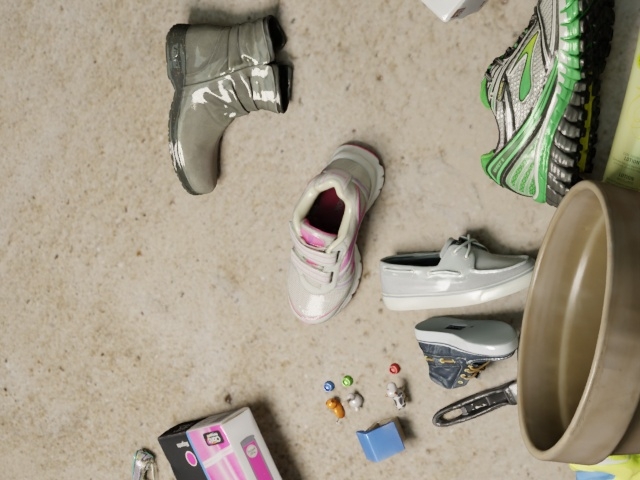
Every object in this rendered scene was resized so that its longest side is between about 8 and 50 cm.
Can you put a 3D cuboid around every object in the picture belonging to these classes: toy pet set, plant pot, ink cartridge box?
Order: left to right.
[{"bbox_3d":[-0.094,0.424,2.073,0.176,0.069,0.371,-21,96,50],"label":"ink cartridge box"},{"bbox_3d":[0.062,0.241,1.974,0.122,0.065,0.114,-20,95,29],"label":"toy pet set"},{"bbox_3d":[0.401,0.114,1.646,0.280,0.323,0.323,11,111,-7],"label":"plant pot"}]

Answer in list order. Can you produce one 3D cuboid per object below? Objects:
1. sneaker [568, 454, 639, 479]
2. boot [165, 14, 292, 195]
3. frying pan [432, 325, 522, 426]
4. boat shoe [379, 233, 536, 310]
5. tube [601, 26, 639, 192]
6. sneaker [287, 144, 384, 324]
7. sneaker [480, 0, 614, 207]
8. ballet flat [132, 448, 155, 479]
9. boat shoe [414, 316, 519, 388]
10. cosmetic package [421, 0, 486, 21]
[{"bbox_3d":[0.428,0.287,1.814,0.240,0.091,0.126,7,138,13],"label":"sneaker"},{"bbox_3d":[-0.118,-0.176,1.939,0.161,0.083,0.246,3,107,19],"label":"boot"},{"bbox_3d":[0.282,0.156,1.859,0.326,0.053,0.197,-2,102,23],"label":"frying pan"},{"bbox_3d":[0.174,0.037,1.855,0.227,0.079,0.081,-9,104,31],"label":"boat shoe"},{"bbox_3d":[0.388,-0.144,1.716,0.070,0.062,0.240,9,108,-20],"label":"tube"},{"bbox_3d":[0.000,0.000,1.909,0.103,0.111,0.252,20,112,20],"label":"sneaker"},{"bbox_3d":[0.257,-0.210,1.715,0.146,0.134,0.343,14,110,23],"label":"sneaker"},{"bbox_3d":[-0.271,0.370,2.187,0.041,0.041,0.114,22,113,19],"label":"ballet flat"},{"bbox_3d":[0.196,0.149,1.860,0.183,0.065,0.083,6,118,58],"label":"boat shoe"},{"bbox_3d":[0.113,-0.374,1.749,0.231,0.117,0.085,43,119,8],"label":"cosmetic package"}]
